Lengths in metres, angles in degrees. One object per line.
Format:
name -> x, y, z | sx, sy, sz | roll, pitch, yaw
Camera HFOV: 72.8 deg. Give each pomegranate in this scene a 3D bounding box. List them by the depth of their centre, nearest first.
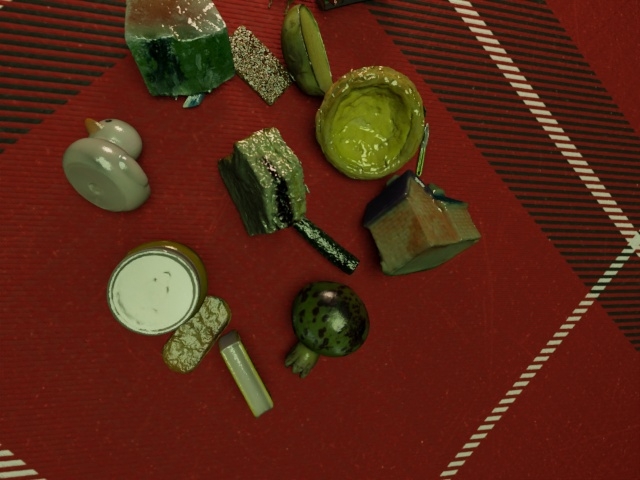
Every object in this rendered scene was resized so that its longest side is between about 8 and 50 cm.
pomegranate -> -0.007, 0.253, 1.303 | 0.306, 0.242, 0.242 | -32, 100, 17

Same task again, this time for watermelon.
watermelon -> -0.395, -0.566, 1.187 | 0.265, 0.151, 0.301 | -18, 87, -15

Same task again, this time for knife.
knife -> 0.349, -0.308, 1.482 | 0.022, 0.026, 0.183 | 10, 89, 24

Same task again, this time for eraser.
eraser -> -0.219, 0.376, 1.256 | 0.069, 0.158, 0.225 | -27, 98, -12

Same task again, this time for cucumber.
cucumber -> 0.000, 0.000, 1.365 | 0.294, 0.067, 0.067 | 39, 80, -11

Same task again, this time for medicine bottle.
medicine bottle -> -0.397, 0.109, 1.088 | 0.225, 0.384, 0.224 | 0, 89, -15

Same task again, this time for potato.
potato -> -0.056, -0.555, 1.311 | 0.111, 0.160, 0.271 | -8, 112, 26

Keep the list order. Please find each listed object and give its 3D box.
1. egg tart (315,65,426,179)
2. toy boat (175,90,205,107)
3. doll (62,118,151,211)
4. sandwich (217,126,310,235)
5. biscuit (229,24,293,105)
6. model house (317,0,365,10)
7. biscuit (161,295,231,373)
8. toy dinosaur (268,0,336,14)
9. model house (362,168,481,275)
egg tart -> 0.150, -0.360, 1.319 | 0.346, 0.132, 0.345 | 0, 125, 1
toy boat -> -0.400, -0.460, 1.274 | 0.105, 0.034, 0.149 | -43, 88, -8
doll -> -0.552, -0.208, 1.165 | 0.221, 0.221, 0.251 | -40, 123, -12
sandwich -> -0.155, -0.148, 1.185 | 0.131, 0.325, 0.262 | -26, 96, -25
biscuit -> -0.196, -0.537, 1.327 | 0.231, 0.025, 0.131 | 41, 80, -12
model house -> 0.110, -0.841, 1.317 | 0.271, 0.206, 0.178 | -18, 95, -14
biscuit -> -0.364, 0.276, 1.283 | 0.118, 0.029, 0.247 | 37, 81, -6
toy dinosaur -> -0.100, -0.777, 1.280 | 0.207, 0.113, 0.327 | -38, 102, 27
model house -> 0.309, -0.068, 1.385 | 0.313, 0.245, 0.279 | -4, 63, -41
